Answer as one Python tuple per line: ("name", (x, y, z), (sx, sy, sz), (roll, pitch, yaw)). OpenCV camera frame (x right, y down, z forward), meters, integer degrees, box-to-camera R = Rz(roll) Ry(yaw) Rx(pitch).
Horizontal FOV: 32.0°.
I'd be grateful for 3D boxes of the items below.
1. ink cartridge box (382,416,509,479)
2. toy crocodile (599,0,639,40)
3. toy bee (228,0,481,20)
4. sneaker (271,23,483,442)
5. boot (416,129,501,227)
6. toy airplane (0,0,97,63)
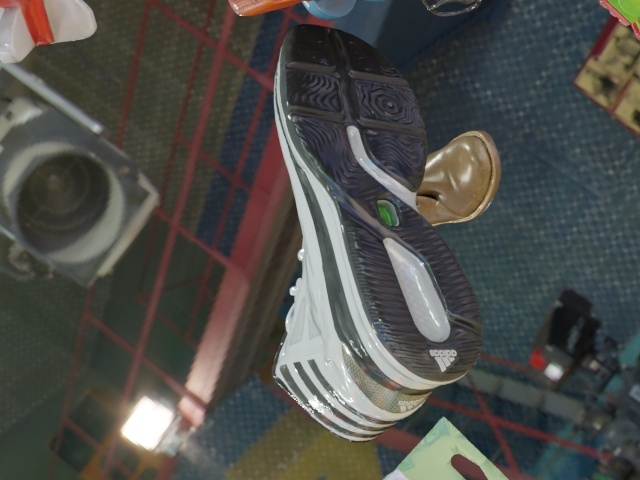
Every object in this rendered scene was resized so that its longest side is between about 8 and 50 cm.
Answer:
("ink cartridge box", (0.154, 0.363, 1.461), (0.235, 0.171, 0.056), (-43, -8, -22))
("toy crocodile", (0.476, -0.322, 1.579), (0.105, 0.340, 0.115), (-44, 27, 32))
("toy bee", (0.022, -0.311, 1.149), (0.298, 0.195, 0.162), (-10, -90, -60))
("sneaker", (-0.001, 0.000, 1.167), (0.169, 0.447, 0.257), (6, -37, -29))
("boot", (0.149, -0.068, 1.602), (0.115, 0.112, 0.305), (-9, -13, -27))
("toy airplane", (-0.413, -0.440, 1.507), (0.272, 0.386, 0.384), (-26, -23, 17))
